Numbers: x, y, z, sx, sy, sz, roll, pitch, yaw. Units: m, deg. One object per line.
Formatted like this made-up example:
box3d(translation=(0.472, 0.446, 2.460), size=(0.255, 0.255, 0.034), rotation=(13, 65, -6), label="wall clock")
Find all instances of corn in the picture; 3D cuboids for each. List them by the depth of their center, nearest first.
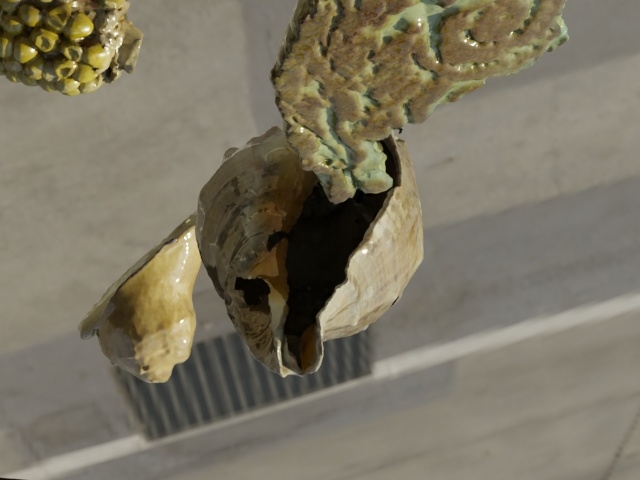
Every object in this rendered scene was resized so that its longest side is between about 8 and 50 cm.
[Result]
box3d(translation=(-0.258, -0.176, 0.970), size=(0.319, 0.097, 0.097), rotation=(21, 150, -3), label="corn")

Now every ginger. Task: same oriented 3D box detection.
box3d(translation=(-0.166, 0.062, 1.716), size=(0.193, 0.122, 0.115), rotation=(-50, 170, 5), label="ginger")

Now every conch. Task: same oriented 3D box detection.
box3d(translation=(0.008, 0.002, 1.497), size=(0.186, 0.324, 0.263), rotation=(20, 126, -32), label="conch")

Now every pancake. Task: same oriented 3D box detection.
box3d(translation=(0.071, -0.147, 1.009), size=(0.197, 0.054, 0.376), rotation=(3, 146, -27), label="pancake")

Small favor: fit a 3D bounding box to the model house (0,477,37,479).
box3d(translation=(-0.316, 0.290, 1.305), size=(0.211, 0.204, 0.243), rotation=(2, 175, -7), label="model house")
